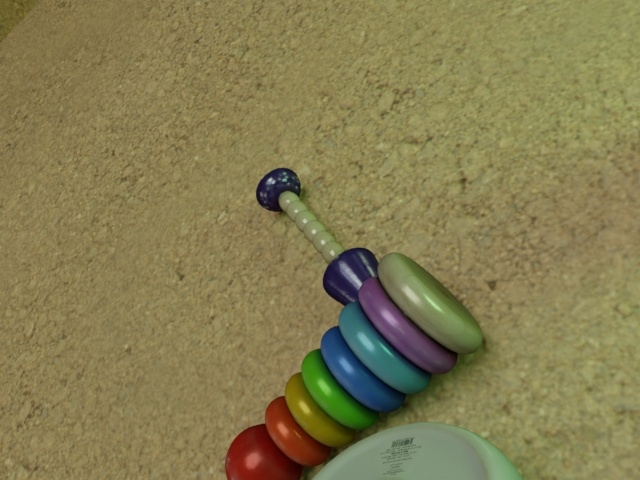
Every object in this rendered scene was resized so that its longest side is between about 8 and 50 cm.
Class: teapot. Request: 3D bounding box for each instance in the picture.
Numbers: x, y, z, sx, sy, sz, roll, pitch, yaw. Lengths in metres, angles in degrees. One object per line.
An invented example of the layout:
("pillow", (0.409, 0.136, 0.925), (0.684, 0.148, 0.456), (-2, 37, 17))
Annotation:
("teapot", (0.089, 0.301, 0.584), (0.253, 0.187, 0.256), (-35, 19, -13))

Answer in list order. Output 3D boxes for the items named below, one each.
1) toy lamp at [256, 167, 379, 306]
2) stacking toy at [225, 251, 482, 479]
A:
("toy lamp", (0.000, 0.000, 0.888), (0.080, 0.080, 0.274), (-46, 46, 3))
("stacking toy", (0.021, 0.174, 0.748), (0.330, 0.141, 0.141), (-48, 47, 11))
